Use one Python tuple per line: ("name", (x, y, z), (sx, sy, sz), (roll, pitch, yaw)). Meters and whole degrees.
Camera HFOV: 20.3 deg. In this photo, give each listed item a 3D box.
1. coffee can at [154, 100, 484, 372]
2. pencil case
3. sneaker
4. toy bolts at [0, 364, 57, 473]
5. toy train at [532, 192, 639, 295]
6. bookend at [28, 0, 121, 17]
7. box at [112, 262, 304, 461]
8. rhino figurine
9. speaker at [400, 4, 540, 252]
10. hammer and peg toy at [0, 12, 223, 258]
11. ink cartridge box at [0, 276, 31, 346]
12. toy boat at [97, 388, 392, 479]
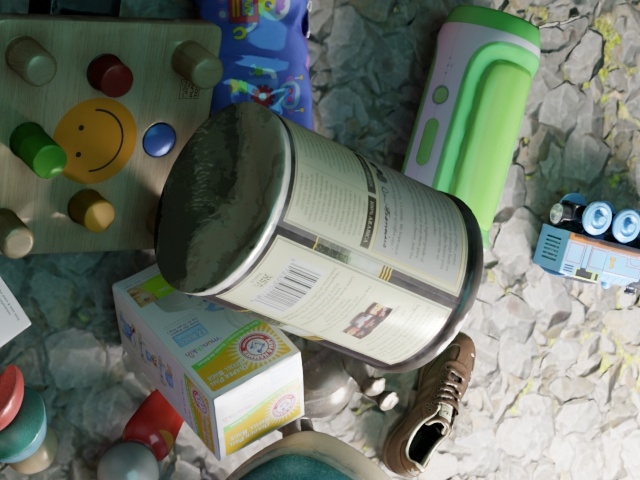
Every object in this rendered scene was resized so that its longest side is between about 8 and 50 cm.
("coffee can", (0.000, 0.000, 1.810), (0.275, 0.201, 0.201), (24, 82, -36))
("pencil case", (-0.063, -0.144, 1.953), (0.133, 0.119, 0.306), (-7, 98, -11))
("sneaker", (0.144, 0.197, 2.107), (0.066, 0.071, 0.188), (31, 80, -25))
("toy bolts", (-0.369, 0.246, 1.831), (0.228, 0.218, 0.158), (-66, 148, -25))
("toy train", (0.353, 0.006, 2.201), (0.184, 0.080, 0.105), (13, 96, -29))
("bookend", (-0.218, -0.298, 1.892), (0.157, 0.072, 0.156), (5, 92, -28))
("box", (-0.118, 0.116, 1.886), (0.114, 0.203, 0.103), (-27, 139, -22))
("rhino figurine", (0.036, 0.150, 2.037), (0.243, 0.106, 0.073), (-36, 141, -22))
("speaker", (0.165, -0.116, 2.069), (0.131, 0.131, 0.296), (18, 85, -27))
("hammer and peg toy", (-0.217, -0.155, 1.808), (0.266, 0.127, 0.361), (-1, 114, -32))
("ink cartridge box", (-0.405, 0.100, 1.786), (0.191, 0.139, 0.082), (-39, 111, -19))
("toy boat", (-0.085, 0.289, 1.926), (0.318, 0.267, 0.148), (32, 44, -3))
